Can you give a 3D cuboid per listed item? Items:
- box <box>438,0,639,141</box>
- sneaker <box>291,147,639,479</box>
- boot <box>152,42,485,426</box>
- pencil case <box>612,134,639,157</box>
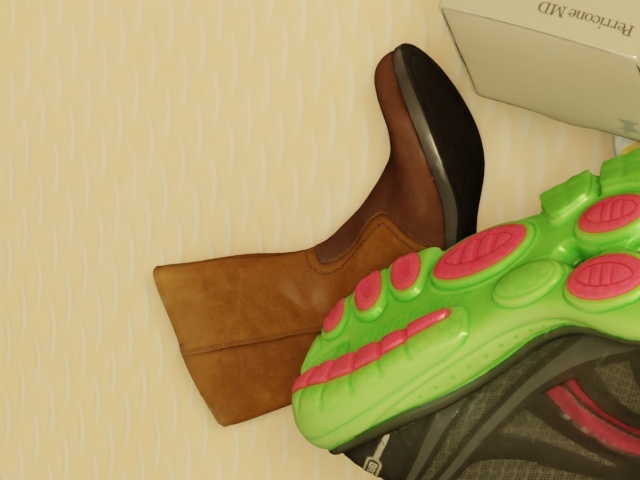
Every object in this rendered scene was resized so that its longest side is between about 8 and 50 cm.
[{"bbox_3d":[0.201,-0.204,1.324,0.148,0.127,0.232,18,72,24],"label":"box"},{"bbox_3d":[0.203,0.073,1.337,0.483,0.185,0.202,-18,127,41],"label":"sneaker"},{"bbox_3d":[0.000,0.000,1.528,0.280,0.096,0.264,-12,109,25],"label":"boot"},{"bbox_3d":[0.337,-0.101,1.369,0.273,0.113,0.124,-4,85,18],"label":"pencil case"}]
